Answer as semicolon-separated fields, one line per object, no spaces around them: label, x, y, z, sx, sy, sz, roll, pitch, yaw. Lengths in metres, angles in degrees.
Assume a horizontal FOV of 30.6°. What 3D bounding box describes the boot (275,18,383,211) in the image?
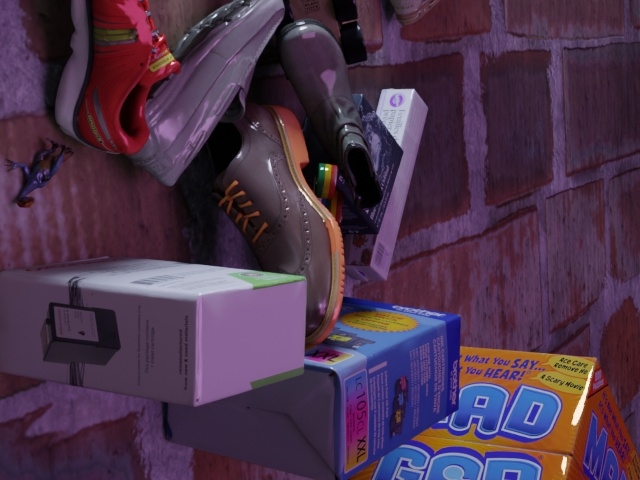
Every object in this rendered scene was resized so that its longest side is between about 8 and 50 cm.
boot;0.026;-0.164;1.548;0.161;0.083;0.246;-115;180;-45

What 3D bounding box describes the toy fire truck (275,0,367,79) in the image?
toy fire truck;-0.006;-0.368;1.664;0.246;0.158;0.217;-107;-179;-63

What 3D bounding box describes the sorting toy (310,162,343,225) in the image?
sorting toy;0.000;0.000;1.618;0.274;0.046;0.132;112;-16;-71

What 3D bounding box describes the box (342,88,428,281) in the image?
box;0.103;-0.092;1.902;0.067;0.063;0.324;42;57;-53

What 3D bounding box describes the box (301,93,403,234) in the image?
box;0.039;-0.113;1.769;0.158;0.093;0.156;47;53;-47

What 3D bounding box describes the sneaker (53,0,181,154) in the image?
sneaker;-0.201;-0.223;1.271;0.107;0.118;0.279;-42;152;-58

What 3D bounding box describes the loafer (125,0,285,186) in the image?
loafer;-0.136;-0.197;1.457;0.111;0.112;0.319;54;55;-26

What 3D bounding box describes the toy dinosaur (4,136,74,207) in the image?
toy dinosaur;-0.299;-0.069;1.273;0.082;0.047;0.090;-64;156;-4

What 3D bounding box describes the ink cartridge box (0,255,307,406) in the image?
ink cartridge box;-0.180;0.089;1.252;0.198;0.272;0.115;-7;100;-58

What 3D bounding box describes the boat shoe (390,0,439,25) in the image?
boat shoe;0.200;-0.466;2.019;0.285;0.104;0.089;-40;130;-38

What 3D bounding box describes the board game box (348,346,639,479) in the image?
board game box;0.296;0.424;1.961;0.356;0.356;0.356;57;46;-43

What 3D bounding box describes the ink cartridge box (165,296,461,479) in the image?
ink cartridge box;0.014;0.174;1.572;0.395;0.270;0.151;-12;107;-57

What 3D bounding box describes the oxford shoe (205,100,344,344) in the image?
oxford shoe;-0.073;-0.027;1.471;0.132;0.130;0.364;9;45;-36
